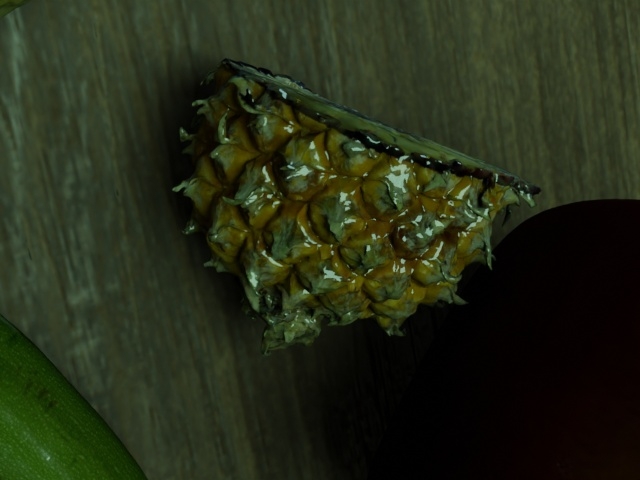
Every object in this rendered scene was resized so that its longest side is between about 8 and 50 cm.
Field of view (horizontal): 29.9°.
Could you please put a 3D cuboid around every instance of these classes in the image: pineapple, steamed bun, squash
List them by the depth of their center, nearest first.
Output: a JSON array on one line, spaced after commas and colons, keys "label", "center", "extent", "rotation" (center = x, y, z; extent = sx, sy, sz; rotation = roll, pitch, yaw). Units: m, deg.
[{"label": "squash", "center": [-0.146, 0.095, 0.586], "extent": [0.069, 0.069, 0.258], "rotation": [-46, 119, -17]}, {"label": "steamed bun", "center": [0.168, 0.116, 0.604], "extent": [0.248, 0.379, 0.235], "rotation": [39, 77, -19]}, {"label": "pineapple", "center": [0.000, -0.001, 0.610], "extent": [0.176, 0.161, 0.137], "rotation": [16, 101, -31]}]

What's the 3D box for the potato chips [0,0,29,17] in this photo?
[{"label": "potato chips", "center": [-0.273, -0.065, 0.478], "extent": [0.407, 0.080, 0.057], "rotation": [-24, 94, -24]}]
